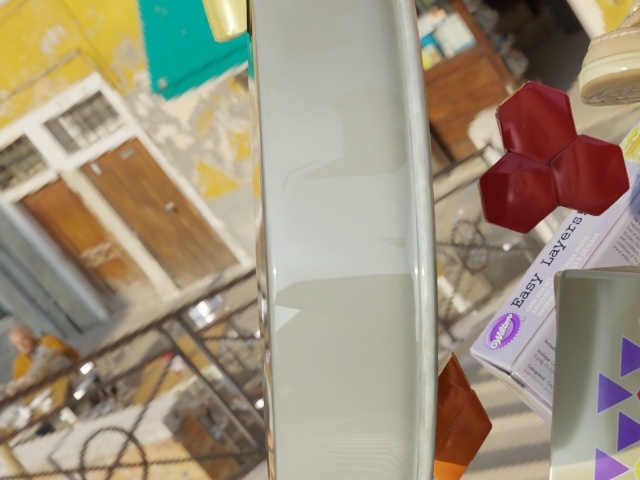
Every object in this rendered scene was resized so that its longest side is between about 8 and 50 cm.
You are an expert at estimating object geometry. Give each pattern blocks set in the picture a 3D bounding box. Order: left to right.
[{"bbox_3d":[0.191,0.095,0.624,0.026,0.286,0.324,5,-84,-88],"label":"pattern blocks set"}]

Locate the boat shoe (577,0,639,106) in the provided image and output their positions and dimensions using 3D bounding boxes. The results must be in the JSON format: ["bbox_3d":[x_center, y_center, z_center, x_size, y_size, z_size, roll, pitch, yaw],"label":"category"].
[{"bbox_3d":[0.307,-0.179,1.040,0.122,0.110,0.341,-3,6,29],"label":"boat shoe"}]

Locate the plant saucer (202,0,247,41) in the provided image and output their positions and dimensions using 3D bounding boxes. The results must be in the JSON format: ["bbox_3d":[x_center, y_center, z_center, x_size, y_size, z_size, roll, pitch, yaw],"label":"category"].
[{"bbox_3d":[0.027,-0.297,0.718,0.333,0.081,0.332,-41,24,12],"label":"plant saucer"}]

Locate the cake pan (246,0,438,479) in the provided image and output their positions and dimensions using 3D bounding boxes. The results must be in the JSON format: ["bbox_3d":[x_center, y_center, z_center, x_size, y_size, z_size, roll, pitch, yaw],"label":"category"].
[{"bbox_3d":[0.000,0.000,0.505,0.054,0.293,0.293,-3,20,-4],"label":"cake pan"}]

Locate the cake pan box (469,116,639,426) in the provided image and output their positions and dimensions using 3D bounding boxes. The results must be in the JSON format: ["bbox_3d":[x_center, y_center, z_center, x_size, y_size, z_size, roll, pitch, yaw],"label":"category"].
[{"bbox_3d":[0.282,0.071,0.928,0.245,0.267,0.070,-53,25,-6],"label":"cake pan box"}]
